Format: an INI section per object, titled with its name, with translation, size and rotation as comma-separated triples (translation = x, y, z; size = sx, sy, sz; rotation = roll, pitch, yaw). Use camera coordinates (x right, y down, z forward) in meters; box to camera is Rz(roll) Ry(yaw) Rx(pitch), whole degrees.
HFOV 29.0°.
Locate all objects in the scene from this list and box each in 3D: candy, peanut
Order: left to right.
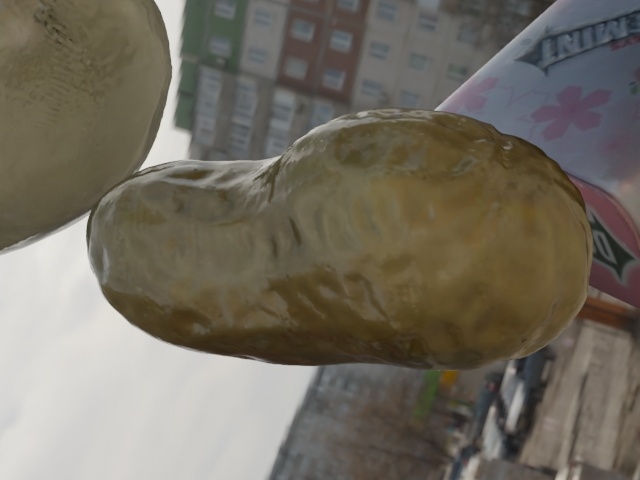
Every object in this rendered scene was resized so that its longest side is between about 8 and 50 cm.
[candy]
translation = -0.225, -0.083, 0.856
size = 0.295, 0.185, 0.295
rotation = -38, -5, -4
[peanut]
translation = 0.000, 0.000, 0.546
size = 0.120, 0.236, 0.110
rotation = 18, -106, -67

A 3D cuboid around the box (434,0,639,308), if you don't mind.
[box]
translation = 0.252, -0.133, 0.764
size = 0.369, 0.190, 0.112
rotation = -43, -51, -15
